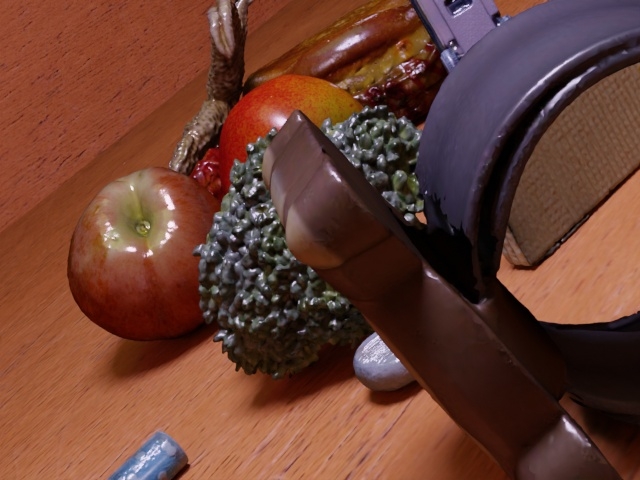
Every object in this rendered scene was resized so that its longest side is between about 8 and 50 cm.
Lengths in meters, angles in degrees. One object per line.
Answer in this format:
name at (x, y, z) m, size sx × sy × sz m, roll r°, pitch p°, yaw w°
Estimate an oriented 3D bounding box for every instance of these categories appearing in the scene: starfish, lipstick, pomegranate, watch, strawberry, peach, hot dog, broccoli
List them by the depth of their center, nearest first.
watch at (0.180, -0.027, 0.762) m, size 0.327 × 0.335 × 0.314 m, roll -41°, pitch 18°, yaw 6°
lipstick at (-0.204, 0.262, 1.105) m, size 0.158 × 0.048 × 0.048 m, roll -43°, pitch 21°, yaw -27°
broccoli at (0.000, 0.000, 1.161) m, size 0.288 × 0.248 × 0.245 m, roll -23°, pitch -2°, yaw 6°
peach at (-0.213, 0.030, 1.454) m, size 0.232 × 0.257 × 0.232 m, roll -3°, pitch 58°, yaw 5°
pomegranate at (-0.015, -0.107, 1.467) m, size 0.256 × 0.221 × 0.221 m, roll 21°, pitch 53°, yaw 35°
strawberry at (-0.172, -0.019, 1.640) m, size 0.236 × 0.111 × 0.190 m, roll -56°, pitch -5°, yaw -28°
starfish at (-0.184, -0.174, 1.685) m, size 0.324 × 0.082 × 0.432 m, roll -68°, pitch 2°, yaw -71°
hot dog at (0.076, -0.258, 1.694) m, size 0.405 × 0.185 × 0.223 m, roll -31°, pitch 17°, yaw 6°

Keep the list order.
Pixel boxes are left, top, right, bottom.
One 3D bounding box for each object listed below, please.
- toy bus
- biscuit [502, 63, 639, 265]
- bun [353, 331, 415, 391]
toy bus at (0.177, -0.325, 1.484) m, size 0.109 × 0.330 × 0.136 m, roll -31°, pitch 9°, yaw 6°
biscuit at (0.249, -0.106, 1.112) m, size 0.252 × 0.150 × 0.052 m, roll -41°, pitch 22°, yaw -21°
bun at (0.069, 0.113, 1.032) m, size 0.083 × 0.045 × 0.083 m, roll -28°, pitch 23°, yaw 13°
